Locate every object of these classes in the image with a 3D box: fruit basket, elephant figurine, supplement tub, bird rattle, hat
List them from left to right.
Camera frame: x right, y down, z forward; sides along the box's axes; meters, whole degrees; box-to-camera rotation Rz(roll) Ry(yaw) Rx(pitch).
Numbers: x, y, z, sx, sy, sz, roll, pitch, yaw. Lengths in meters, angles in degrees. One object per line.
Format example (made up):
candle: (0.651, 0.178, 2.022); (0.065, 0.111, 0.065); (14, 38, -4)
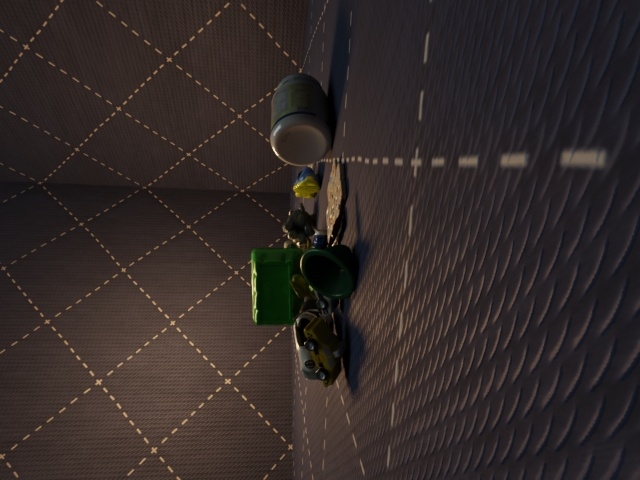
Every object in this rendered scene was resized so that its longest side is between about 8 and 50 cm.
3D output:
fruit basket: (-0.179, 0.213, 1.974); (0.392, 0.283, 0.391); (0, -90, -90)
elephant figurine: (-0.114, -0.083, 2.146); (0.169, 0.186, 0.239); (51, -176, -8)
supplement tub: (-0.079, -0.483, 1.655); (0.235, 0.236, 0.324); (101, 168, -52)
bird rattle: (-0.040, 0.241, 1.829); (0.206, 0.143, 0.253); (-79, -17, -56)
hat: (0.063, 0.036, 1.184); (0.183, 0.173, 0.208); (-49, -14, -40)

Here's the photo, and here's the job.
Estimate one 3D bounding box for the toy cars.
toy cars: (0.027, 0.224, 1.242); (0.176, 0.087, 0.393); (41, -139, -50)

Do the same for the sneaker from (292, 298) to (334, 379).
sneaker: (-0.025, 0.272, 1.355); (0.330, 0.123, 0.146); (-98, -8, -60)

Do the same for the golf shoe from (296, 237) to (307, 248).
golf shoe: (-0.100, 0.012, 2.391); (0.198, 0.077, 0.093); (90, 166, -53)

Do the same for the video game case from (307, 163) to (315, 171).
video game case: (-0.045, -0.431, 2.201); (0.183, 0.023, 0.201); (-98, 12, -51)

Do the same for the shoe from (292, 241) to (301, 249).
shoe: (-0.124, 0.063, 2.226); (0.081, 0.064, 0.177); (-90, -20, -53)

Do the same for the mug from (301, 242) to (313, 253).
mug: (-0.066, 0.051, 2.101); (0.062, 0.064, 0.078); (-153, 65, -83)

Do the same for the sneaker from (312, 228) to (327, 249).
sneaker: (0.001, 0.000, 1.607); (0.152, 0.058, 0.084); (-151, 68, -86)

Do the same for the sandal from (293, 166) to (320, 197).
sandal: (-0.067, -0.286, 1.985); (0.317, 0.126, 0.138); (173, 103, -81)

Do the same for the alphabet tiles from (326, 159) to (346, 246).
alphabet tiles: (0.051, -0.118, 1.405); (0.284, 0.021, 0.277); (103, 166, -57)

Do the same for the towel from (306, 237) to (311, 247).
towel: (-0.069, 0.105, 2.300); (0.102, 0.021, 0.237); (-91, 7, -47)

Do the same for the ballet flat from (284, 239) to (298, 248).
ballet flat: (-0.122, 0.100, 2.156); (0.086, 0.086, 0.248); (-101, -11, -59)

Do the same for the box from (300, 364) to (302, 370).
box: (-0.046, 0.477, 1.861); (0.067, 0.063, 0.323); (-98, 12, -45)
